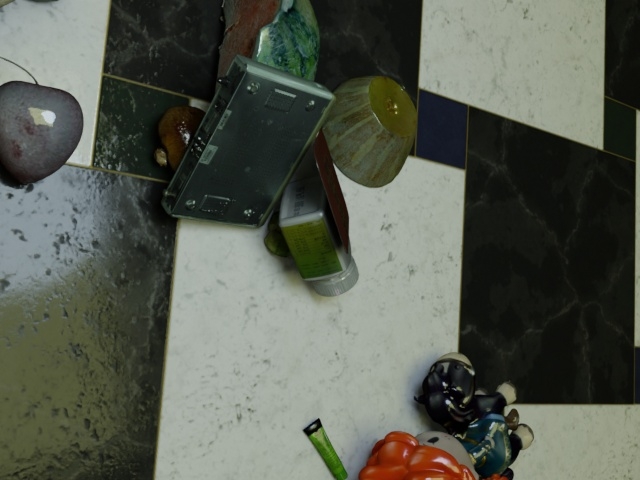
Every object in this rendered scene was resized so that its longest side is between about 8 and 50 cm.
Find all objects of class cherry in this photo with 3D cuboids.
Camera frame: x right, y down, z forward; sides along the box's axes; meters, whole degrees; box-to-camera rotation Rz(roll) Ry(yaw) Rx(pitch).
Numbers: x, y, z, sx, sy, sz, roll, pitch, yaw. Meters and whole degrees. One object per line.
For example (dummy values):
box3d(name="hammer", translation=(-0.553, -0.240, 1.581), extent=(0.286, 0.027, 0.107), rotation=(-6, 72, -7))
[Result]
box3d(name="cherry", translation=(-0.426, -0.159, 0.956), extent=(0.188, 0.115, 0.148), rotation=(8, 120, -27))

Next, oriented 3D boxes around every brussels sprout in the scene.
box3d(name="brussels sprout", translation=(-0.072, -0.012, 1.220), extent=(0.051, 0.046, 0.083), rotation=(0, 75, -27))

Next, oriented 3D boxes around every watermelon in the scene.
box3d(name="watermelon", translation=(-0.091, -0.300, 1.140), extent=(0.224, 0.180, 0.305), rotation=(68, 24, -62))

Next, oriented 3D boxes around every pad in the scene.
box3d(name="pad", translation=(0.021, -0.091, 1.184), extent=(0.004, 0.267, 0.181), rotation=(-17, 106, 8))

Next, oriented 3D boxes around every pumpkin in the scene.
box3d(name="pumpkin", translation=(0.116, -0.221, 1.332), extent=(0.217, 0.110, 0.217), rotation=(7, 77, -31))

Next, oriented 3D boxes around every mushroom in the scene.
box3d(name="mushroom", translation=(-0.209, -0.157, 1.121), extent=(0.127, 0.087, 0.127), rotation=(24, 61, -53))

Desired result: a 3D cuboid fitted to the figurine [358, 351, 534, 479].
box3d(name="figurine", translation=(0.253, 0.402, 1.312), extent=(0.411, 0.241, 0.306), rotation=(-53, 123, -37))

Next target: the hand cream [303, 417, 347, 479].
box3d(name="hand cream", translation=(0.012, 0.377, 1.251), extent=(0.036, 0.023, 0.122), rotation=(-33, 103, -20))

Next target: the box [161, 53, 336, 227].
box3d(name="box", translation=(-0.113, -0.139, 1.082), extent=(0.211, 0.045, 0.270), rotation=(9, 123, -45))

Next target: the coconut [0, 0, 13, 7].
box3d(name="coconut", translation=(-0.499, -0.387, 0.810), extent=(0.254, 0.297, 0.297), rotation=(-36, 106, -33))

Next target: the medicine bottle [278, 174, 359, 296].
box3d(name="medicine bottle", translation=(0.000, 0.000, 1.201), extent=(0.132, 0.088, 0.188), rotation=(-86, 159, -54))
